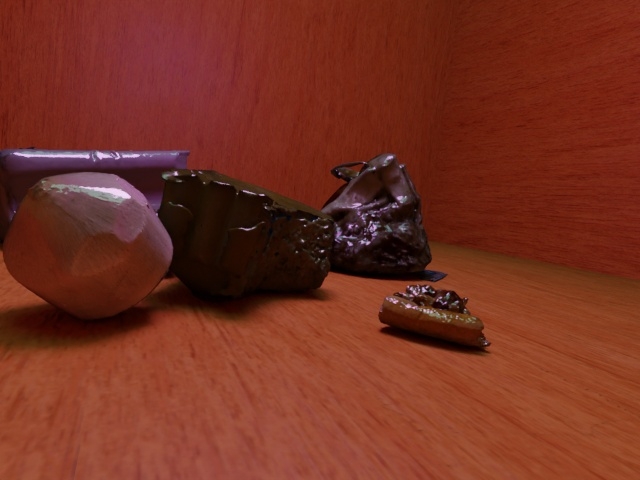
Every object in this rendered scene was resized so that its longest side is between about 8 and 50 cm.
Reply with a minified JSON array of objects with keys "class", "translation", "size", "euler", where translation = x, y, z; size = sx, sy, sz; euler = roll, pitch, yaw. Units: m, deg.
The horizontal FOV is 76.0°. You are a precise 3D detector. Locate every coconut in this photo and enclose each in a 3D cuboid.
[{"class":"coconut","translation":[-0.276,-0.003,0.484],"size":[0.171,0.171,0.183],"euler":[9,-37,21]}]

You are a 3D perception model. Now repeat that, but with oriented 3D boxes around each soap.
[{"class":"soap","translation":[-0.606,-0.131,1.073],"size":[0.350,0.212,0.435],"euler":[9,14,38]}]

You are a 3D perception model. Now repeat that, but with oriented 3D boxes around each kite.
[{"class":"kite","translation":[0.273,0.093,1.294],"size":[0.314,0.011,0.335],"euler":[6,4,-18]}]

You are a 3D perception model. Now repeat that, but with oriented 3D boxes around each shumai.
[{"class":"shumai","translation":[0.154,-0.084,1.210],"size":[0.395,0.348,0.395],"euler":[8,10,-2]}]

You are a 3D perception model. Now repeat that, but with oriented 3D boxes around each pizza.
[{"class":"pizza","translation":[0.186,0.104,0.636],"size":[0.154,0.069,0.194],"euler":[8,6,22]}]

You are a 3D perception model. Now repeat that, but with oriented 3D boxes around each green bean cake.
[{"class":"green bean cake","translation":[-0.120,0.010,0.711],"size":[0.285,0.202,0.310],"euler":[19,6,3]}]

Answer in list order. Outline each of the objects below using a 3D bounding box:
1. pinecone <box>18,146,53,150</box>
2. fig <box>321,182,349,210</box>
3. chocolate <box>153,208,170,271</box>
[{"class":"pinecone","translation":[-0.896,-0.169,1.298],"size":[0.296,0.242,0.298],"euler":[5,25,-43]},{"class":"fig","translation":[0.159,-0.055,1.489],"size":[0.321,0.217,0.217],"euler":[45,3,-3]},{"class":"chocolate","translation":[-0.371,-0.003,0.813],"size":[0.214,0.093,0.148],"euler":[10,30,-12]}]
